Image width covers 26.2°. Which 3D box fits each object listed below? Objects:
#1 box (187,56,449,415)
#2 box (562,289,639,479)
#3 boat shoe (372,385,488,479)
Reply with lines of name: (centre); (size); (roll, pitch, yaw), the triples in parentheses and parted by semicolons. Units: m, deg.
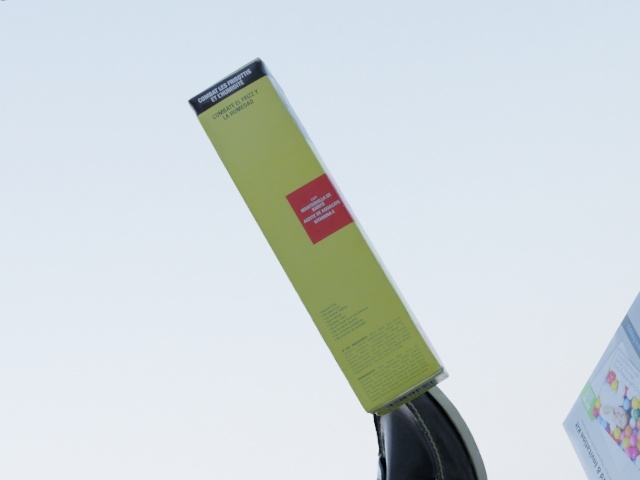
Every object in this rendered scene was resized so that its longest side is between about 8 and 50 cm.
box: (0.000, 0.000, 0.889); (0.058, 0.232, 0.087); (-30, -13, 3)
box: (0.288, 0.147, 1.209); (0.038, 0.145, 0.186); (8, -55, -20)
boat shoe: (0.076, 0.195, 1.032); (0.079, 0.084, 0.233); (-34, -55, -32)
